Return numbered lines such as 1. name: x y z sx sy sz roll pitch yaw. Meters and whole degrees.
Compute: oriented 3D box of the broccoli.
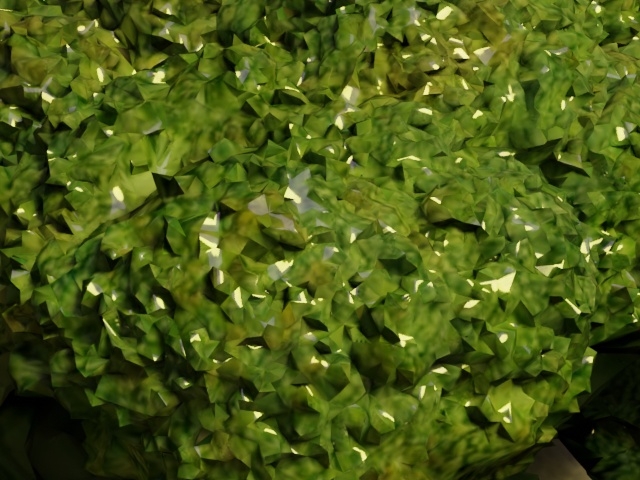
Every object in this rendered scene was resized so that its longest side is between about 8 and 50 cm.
1. broccoli: -0.009 -0.001 0.597 0.321 0.310 0.413 40 10 8
